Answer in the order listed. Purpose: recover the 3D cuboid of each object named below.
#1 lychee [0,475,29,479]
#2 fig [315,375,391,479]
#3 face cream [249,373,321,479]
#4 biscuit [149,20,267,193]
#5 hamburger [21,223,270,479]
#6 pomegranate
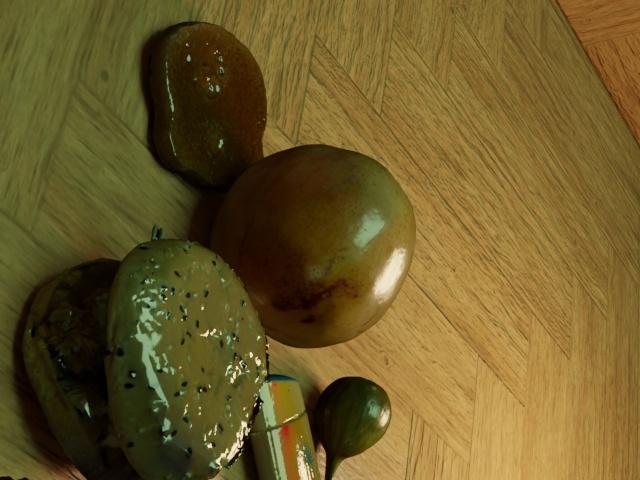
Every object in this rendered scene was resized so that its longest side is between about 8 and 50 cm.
[{"bbox_3d":[-0.301,0.382,1.348,0.264,0.264,0.300,25,40,-56],"label":"lychee"},{"bbox_3d":[0.036,0.332,2.162,0.124,0.124,0.236,17,89,-58],"label":"fig"},{"bbox_3d":[-0.050,0.334,2.013,0.139,0.067,0.285,-17,94,-64],"label":"face cream"},{"bbox_3d":[-0.165,-0.200,2.015,0.273,0.049,0.257,10,74,-58],"label":"biscuit"},{"bbox_3d":[-0.214,0.140,1.662,0.277,0.195,0.318,63,30,-30],"label":"hamburger"},{"bbox_3d":[0.000,0.000,1.970,0.319,0.319,0.319,30,55,-54],"label":"pomegranate"}]
